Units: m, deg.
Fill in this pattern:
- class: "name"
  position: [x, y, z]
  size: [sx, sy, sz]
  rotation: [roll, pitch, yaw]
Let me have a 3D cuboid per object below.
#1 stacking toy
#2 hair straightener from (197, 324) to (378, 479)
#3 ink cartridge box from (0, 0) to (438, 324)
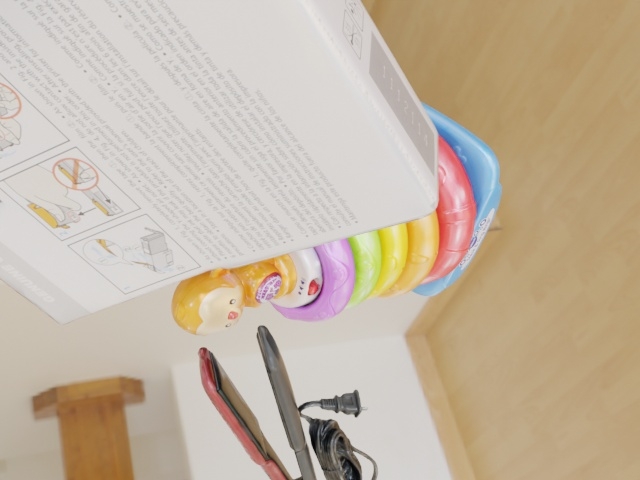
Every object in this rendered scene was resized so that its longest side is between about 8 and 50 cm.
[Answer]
- class: "stacking toy"
  position: [0.000, 0.000, 0.650]
  size: [0.166, 0.302, 0.175]
  rotation: [37, 129, 22]
- class: "hair straightener"
  position: [-0.003, 0.145, 0.569]
  size: [0.047, 0.089, 0.230]
  rotation: [-114, 1, -56]
- class: "ink cartridge box"
  position: [-0.120, -0.088, 0.387]
  size: [0.296, 0.261, 0.066]
  rotation: [51, -147, -41]
